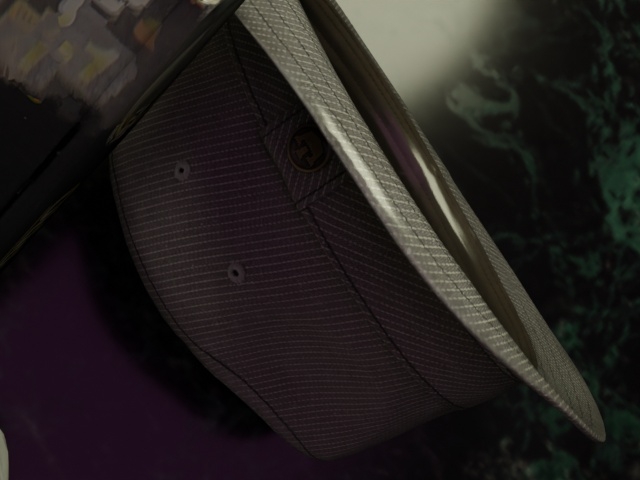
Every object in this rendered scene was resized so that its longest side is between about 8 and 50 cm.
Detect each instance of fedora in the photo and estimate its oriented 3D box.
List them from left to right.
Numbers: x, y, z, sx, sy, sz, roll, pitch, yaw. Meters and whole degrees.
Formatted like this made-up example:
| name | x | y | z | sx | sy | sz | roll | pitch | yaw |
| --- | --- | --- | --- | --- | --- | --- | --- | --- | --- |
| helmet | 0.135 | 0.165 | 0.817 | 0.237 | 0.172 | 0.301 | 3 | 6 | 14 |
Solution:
| name | x | y | z | sx | sy | sz | roll | pitch | yaw |
| --- | --- | --- | --- | --- | --- | --- | --- | --- | --- |
| fedora | 0.000 | 0.000 | 0.501 | 0.124 | 0.244 | 0.275 | -33 | 89 | 12 |

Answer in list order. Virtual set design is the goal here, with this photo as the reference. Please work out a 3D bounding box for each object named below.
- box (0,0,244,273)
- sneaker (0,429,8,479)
| name | x | y | z | sx | sy | sz | roll | pitch | yaw |
| --- | --- | --- | --- | --- | --- | --- | --- | --- | --- |
| box | -0.262 | -0.120 | 0.394 | 0.395 | 0.097 | 0.318 | 45 | 113 | -7 |
| sneaker | -0.240 | 0.184 | 0.409 | 0.169 | 0.108 | 0.292 | 16 | 77 | 15 |
